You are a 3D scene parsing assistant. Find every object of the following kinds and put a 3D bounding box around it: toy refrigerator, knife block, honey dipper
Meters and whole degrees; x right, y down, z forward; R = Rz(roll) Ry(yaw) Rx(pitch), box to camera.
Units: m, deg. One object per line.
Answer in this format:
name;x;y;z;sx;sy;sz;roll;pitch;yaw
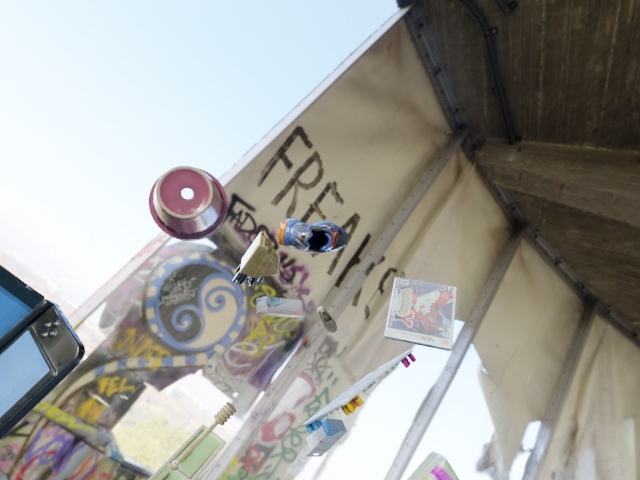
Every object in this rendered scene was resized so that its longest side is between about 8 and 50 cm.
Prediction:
toy refrigerator;-0.400;0.674;1.184;0.102;0.269;0.094;32;-65;13
knife block;-0.319;0.100;1.848;0.242;0.088;0.275;-11;-44;8
honey dipper;-0.236;0.393;0.810;0.030;0.160;0.030;44;-8;8

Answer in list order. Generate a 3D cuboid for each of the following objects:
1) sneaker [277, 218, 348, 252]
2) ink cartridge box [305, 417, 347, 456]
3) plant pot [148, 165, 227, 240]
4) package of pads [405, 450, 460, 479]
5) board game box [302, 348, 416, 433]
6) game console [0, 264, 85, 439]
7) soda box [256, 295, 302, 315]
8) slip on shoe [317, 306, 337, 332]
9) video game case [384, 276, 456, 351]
sneaker;0.000;0.000;0.945;0.087;0.083;0.221;20;13;37
ink cartridge box;0.015;0.847;1.741;0.104;0.181;0.061;28;19;-39
plant pot;-0.338;-0.105;1.032;0.201;0.201;0.180;42;-15;-6
package of pads;0.368;0.916;1.374;0.229;0.297;0.101;57;-22;-6
board game box;0.154;0.597;1.594;0.050;0.390;0.390;55;-40;16
game console;-0.641;0.217;0.736;0.250;0.293;0.173;35;-16;31
soda box;-0.150;0.252;1.523;0.058;0.062;0.183;-20;-24;39
slip on shoe;0.033;0.334;1.688;0.135;0.052;0.041;63;-16;-19
video game case;0.291;0.206;1.169;0.184;0.201;0.023;9;-37;13
